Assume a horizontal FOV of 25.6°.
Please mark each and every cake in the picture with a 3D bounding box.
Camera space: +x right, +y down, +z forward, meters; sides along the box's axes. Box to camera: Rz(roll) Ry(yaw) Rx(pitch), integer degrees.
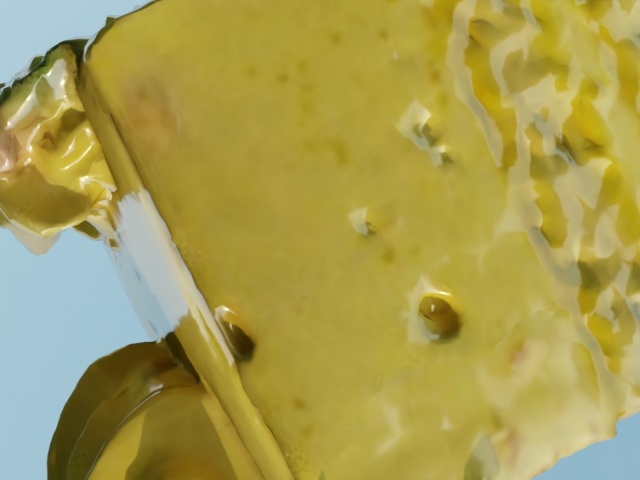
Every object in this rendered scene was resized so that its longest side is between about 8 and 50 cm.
[{"bbox_3d":[0.000,0.000,0.568,0.227,0.286,0.222,65,-18,-2],"label":"cake"}]
